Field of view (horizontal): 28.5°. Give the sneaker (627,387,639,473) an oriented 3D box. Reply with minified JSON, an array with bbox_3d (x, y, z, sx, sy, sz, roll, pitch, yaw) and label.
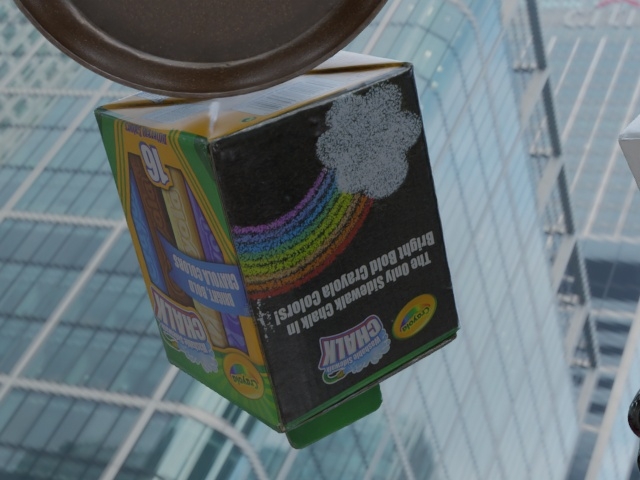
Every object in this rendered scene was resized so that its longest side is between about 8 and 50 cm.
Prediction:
[{"bbox_3d":[0.238,0.139,0.726,0.106,0.281,0.162,39,-44,-5],"label":"sneaker"}]

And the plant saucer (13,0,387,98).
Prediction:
[{"bbox_3d":[-0.082,-0.251,0.882,0.310,0.310,0.050,29,0,0],"label":"plant saucer"}]

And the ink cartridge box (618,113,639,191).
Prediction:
[{"bbox_3d":[0.418,-0.031,1.048,0.197,0.198,0.270,1,-54,52],"label":"ink cartridge box"}]

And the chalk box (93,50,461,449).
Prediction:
[{"bbox_3d":[-0.024,0.016,0.960,0.179,0.180,0.289,23,-50,52],"label":"chalk box"}]
